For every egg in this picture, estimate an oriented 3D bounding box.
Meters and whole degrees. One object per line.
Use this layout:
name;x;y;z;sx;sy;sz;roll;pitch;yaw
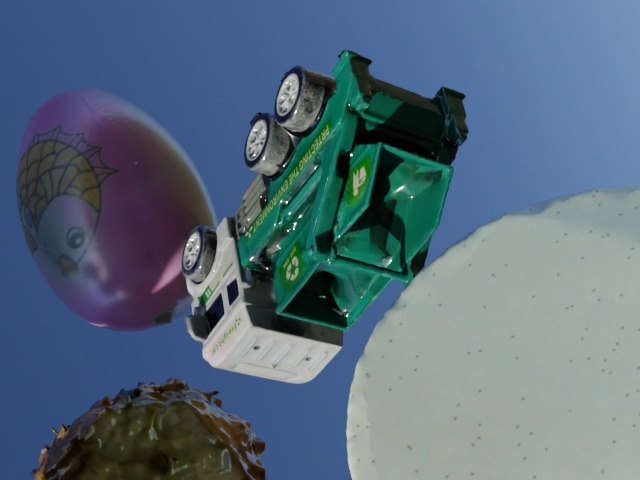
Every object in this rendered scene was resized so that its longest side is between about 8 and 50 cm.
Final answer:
egg;-0.213;-0.033;1.214;0.196;0.196;0.271;19;-151;-50

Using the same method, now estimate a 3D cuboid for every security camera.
security camera;0.134;0.118;0.473;0.236;0.195;0.194;60;-141;-39

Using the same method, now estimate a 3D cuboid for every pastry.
pastry;-0.175;0.363;1.210;0.337;0.292;0.405;96;163;-51

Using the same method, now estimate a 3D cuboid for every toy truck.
toy truck;0.000;0.000;0.702;0.110;0.216;0.116;17;-138;-28
